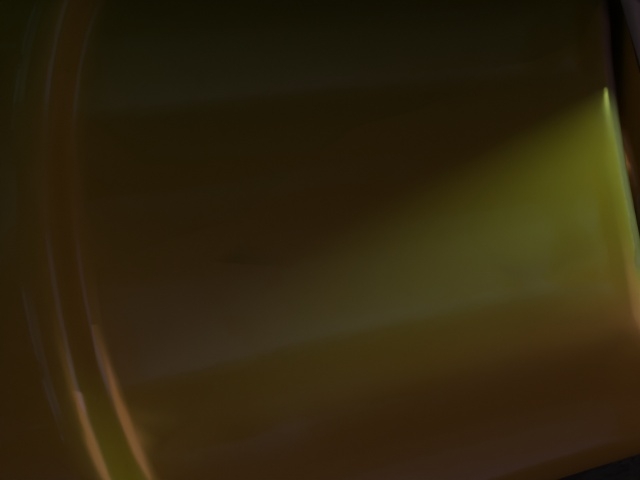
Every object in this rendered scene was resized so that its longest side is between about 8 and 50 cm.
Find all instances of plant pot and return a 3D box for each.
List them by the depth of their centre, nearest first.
[{"bbox_3d":[0.000,0.000,0.545,0.239,0.254,0.254,-11,148,20],"label":"plant pot"}]

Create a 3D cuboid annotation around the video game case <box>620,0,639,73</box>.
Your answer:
[{"bbox_3d":[0.103,-0.240,0.455,0.036,0.329,0.300,-1,148,21],"label":"video game case"}]
